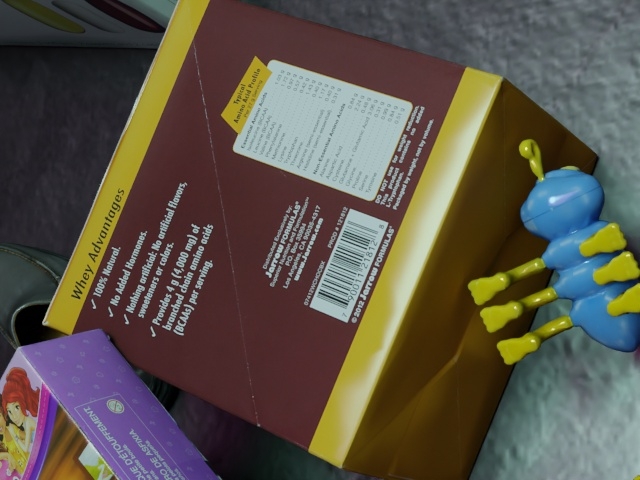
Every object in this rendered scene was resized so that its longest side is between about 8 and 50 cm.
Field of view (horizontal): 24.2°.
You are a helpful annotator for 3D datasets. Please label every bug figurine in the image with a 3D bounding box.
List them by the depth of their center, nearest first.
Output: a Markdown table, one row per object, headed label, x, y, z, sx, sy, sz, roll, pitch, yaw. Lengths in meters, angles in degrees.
| label | x | y | z | sx | sy | sz | roll | pitch | yaw |
| --- | --- | --- | --- | --- | --- | --- | --- | --- | --- |
| bug figurine | 0.204 | 0.025 | 0.616 | 0.279 | 0.072 | 0.216 | -23 | 89 | 42 |

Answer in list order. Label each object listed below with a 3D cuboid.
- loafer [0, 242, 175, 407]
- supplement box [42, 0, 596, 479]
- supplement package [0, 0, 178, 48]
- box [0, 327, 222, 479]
| label | x | y | z | sx | sy | sz | roll | pitch | yaw |
| --- | --- | --- | --- | --- | --- | --- | --- | --- | --- |
| loafer | -0.157 | 0.045 | 0.878 | 0.170 | 0.061 | 0.062 | 29 | 93 | 34 |
| supplement box | 0.000 | 0.000 | 0.759 | 0.194 | 0.129 | 0.191 | 21 | 88 | 33 |
| supplement package | -0.187 | -0.237 | 0.927 | 0.262 | 0.145 | 0.204 | 5 | 79 | 32 |
| box | -0.129 | 0.216 | 0.741 | 0.201 | 0.057 | 0.293 | 47 | 124 | 24 |
